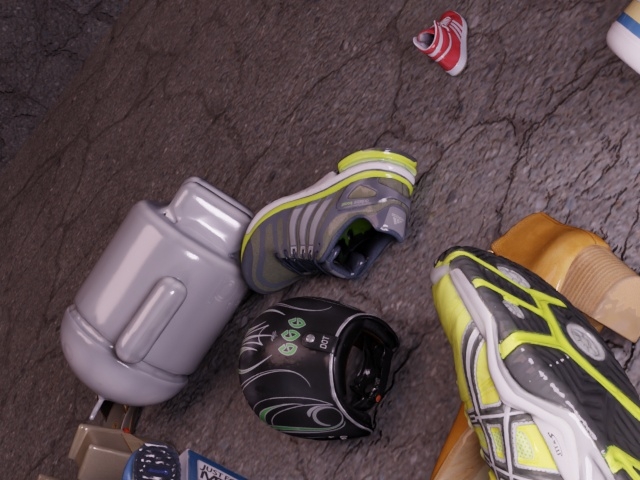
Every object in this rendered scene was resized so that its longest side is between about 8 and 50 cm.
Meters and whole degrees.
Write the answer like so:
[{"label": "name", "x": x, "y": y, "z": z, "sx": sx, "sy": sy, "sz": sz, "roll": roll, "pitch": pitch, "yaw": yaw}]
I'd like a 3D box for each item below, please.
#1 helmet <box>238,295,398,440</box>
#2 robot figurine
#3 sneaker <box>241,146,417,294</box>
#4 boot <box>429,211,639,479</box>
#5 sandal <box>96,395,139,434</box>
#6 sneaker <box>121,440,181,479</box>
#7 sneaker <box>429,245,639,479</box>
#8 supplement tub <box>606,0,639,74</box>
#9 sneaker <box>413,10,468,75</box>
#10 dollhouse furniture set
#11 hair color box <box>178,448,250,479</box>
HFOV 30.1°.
[{"label": "helmet", "x": -0.010, "y": 0.140, "z": 1.304, "sx": 0.161, "sy": 0.169, "sz": 0.169, "roll": -3, "pitch": 59, "yaw": 39}, {"label": "robot figurine", "x": -0.229, "y": 0.085, "z": 1.663, "sx": 0.353, "sy": 0.200, "sz": 0.300, "roll": -56, "pitch": 4, "yaw": 7}, {"label": "sneaker", "x": 0.000, "y": 0.000, "z": 1.472, "sx": 0.300, "sy": 0.111, "sz": 0.121, "roll": -37, "pitch": 39, "yaw": 41}, {"label": "boot", "x": 0.168, "y": 0.116, "z": 1.096, "sx": 0.295, "sy": 0.104, "sz": 0.211, "roll": -53, "pitch": 22, "yaw": 1}, {"label": "sandal", "x": -0.311, "y": 0.240, "z": 1.801, "sx": 0.090, "sy": 0.060, "sz": 0.219, "roll": -24, "pitch": 43, "yaw": 48}, {"label": "sneaker", "x": -0.199, "y": 0.327, "z": 1.306, "sx": 0.082, "sy": 0.069, "sz": 0.209, "roll": 125, "pitch": 157, "yaw": -49}, {"label": "sneaker", "x": 0.167, "y": 0.164, "z": 0.892, "sx": 0.147, "sy": 0.145, "sz": 0.384, "roll": -49, "pitch": 49, "yaw": 28}, {"label": "supplement tub", "x": 0.361, "y": -0.206, "z": 1.022, "sx": 0.199, "sy": 0.144, "sz": 0.144, "roll": -51, "pitch": 29, "yaw": 16}, {"label": "sneaker", "x": 0.152, "y": -0.267, "z": 1.516, "sx": 0.042, "sy": 0.067, "sz": 0.118, "roll": -40, "pitch": 33, "yaw": 33}, {"label": "dollhouse furniture set", "x": -0.296, "y": 0.389, "z": 1.599, "sx": 0.262, "sy": 0.135, "sz": 0.259, "roll": 34, "pitch": 104, "yaw": 63}, {"label": "hair color box", "x": -0.156, "y": 0.423, "z": 1.310, "sx": 0.174, "sy": 0.105, "sz": 0.347, "roll": -43, "pitch": 31, "yaw": 24}]
